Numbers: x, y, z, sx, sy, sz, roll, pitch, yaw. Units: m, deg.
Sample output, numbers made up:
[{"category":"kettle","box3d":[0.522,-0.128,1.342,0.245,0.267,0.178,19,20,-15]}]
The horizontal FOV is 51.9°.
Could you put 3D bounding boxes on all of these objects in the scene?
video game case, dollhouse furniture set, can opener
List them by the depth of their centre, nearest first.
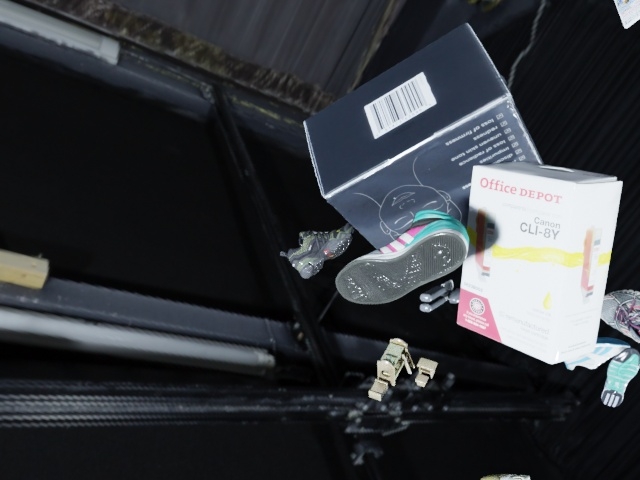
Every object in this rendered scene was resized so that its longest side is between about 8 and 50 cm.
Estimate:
[{"category":"video game case","box3d":[0.866,-0.669,1.834,0.011,0.087,0.122,-2,-109,-26]},{"category":"dollhouse furniture set","box3d":[0.260,0.417,2.058,0.161,0.101,0.182,14,-139,24]},{"category":"can opener","box3d":[0.465,0.208,2.466,0.095,0.076,0.283,5,-170,30]}]

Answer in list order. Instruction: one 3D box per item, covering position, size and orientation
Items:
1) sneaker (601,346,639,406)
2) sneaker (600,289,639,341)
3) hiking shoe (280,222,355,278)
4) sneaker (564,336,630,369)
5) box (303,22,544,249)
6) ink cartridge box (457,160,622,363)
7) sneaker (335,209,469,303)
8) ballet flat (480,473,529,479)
[{"category":"sneaker","box3d":[0.969,0.427,2.140,0.083,0.223,0.098,20,-154,15]},{"category":"sneaker","box3d":[0.838,0.206,1.733,0.112,0.120,0.299,1,-169,-21]},{"category":"hiking shoe","box3d":[0.000,0.000,1.782,0.114,0.086,0.227,42,-125,17]},{"category":"sneaker","box3d":[0.983,0.403,2.347,0.229,0.092,0.087,-10,-174,13]},{"category":"box","box3d":[0.293,-0.202,1.700,0.472,0.480,0.297,42,-154,-46]},{"category":"ink cartridge box","box3d":[0.466,0.034,1.446,0.160,0.384,0.279,-6,-164,-34]},{"category":"sneaker","box3d":[0.181,0.026,1.379,0.123,0.296,0.178,63,-151,-10]},{"category":"ballet flat","box3d":[0.671,0.822,2.103,0.123,0.123,0.348,6,-166,-40]}]
